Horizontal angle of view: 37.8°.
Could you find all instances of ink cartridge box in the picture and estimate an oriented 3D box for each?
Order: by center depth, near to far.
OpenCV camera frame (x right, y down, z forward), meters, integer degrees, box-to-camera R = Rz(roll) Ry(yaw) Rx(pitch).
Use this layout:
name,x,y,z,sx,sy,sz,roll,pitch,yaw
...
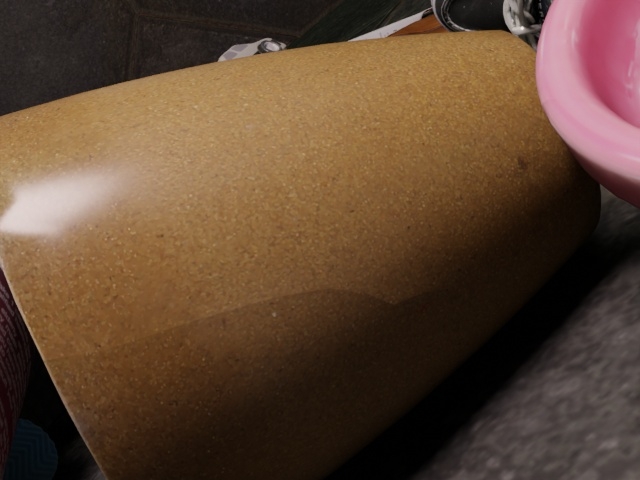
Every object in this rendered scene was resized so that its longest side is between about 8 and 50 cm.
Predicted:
name,x,y,z,sx,sy,sz,roll,pitch,yaw
ink cartridge box,0.095,-0.305,1.473,0.232,0.066,0.189,-22,8,-22

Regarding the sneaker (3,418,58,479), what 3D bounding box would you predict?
name,x,y,z,sx,sy,sz,roll,pitch,yaw
sneaker,-0.305,0.237,0.723,0.092,0.087,0.229,-33,7,48

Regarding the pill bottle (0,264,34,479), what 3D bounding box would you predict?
name,x,y,z,sx,sy,sz,roll,pitch,yaw
pill bottle,-0.309,0.106,0.599,0.224,0.224,0.392,-37,24,9

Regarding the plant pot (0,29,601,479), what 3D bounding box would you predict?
name,x,y,z,sx,sy,sz,roll,pitch,yaw
plant pot,0.000,0.000,0.475,0.254,0.237,0.237,-25,13,-7

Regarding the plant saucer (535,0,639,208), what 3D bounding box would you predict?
name,x,y,z,sx,sy,sz,roll,pitch,yaw
plant saucer,0.244,-0.112,0.339,0.332,0.084,0.332,-32,29,20

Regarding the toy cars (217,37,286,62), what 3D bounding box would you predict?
name,x,y,z,sx,sy,sz,roll,pitch,yaw
toy cars,-0.177,-0.150,1.345,0.393,0.087,0.176,-60,-3,-11

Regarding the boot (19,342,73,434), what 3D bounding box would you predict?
name,x,y,z,sx,sy,sz,roll,pitch,yaw
boot,-0.240,0.096,0.928,0.338,0.118,0.223,-35,9,-1

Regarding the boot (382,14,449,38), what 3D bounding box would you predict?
name,x,y,z,sx,sy,sz,roll,pitch,yaw
boot,0.077,-0.220,1.043,0.280,0.096,0.264,-34,18,-4

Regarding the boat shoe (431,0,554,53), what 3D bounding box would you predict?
name,x,y,z,sx,sy,sz,roll,pitch,yaw
boat shoe,0.197,-0.204,0.773,0.306,0.113,0.105,5,50,48
